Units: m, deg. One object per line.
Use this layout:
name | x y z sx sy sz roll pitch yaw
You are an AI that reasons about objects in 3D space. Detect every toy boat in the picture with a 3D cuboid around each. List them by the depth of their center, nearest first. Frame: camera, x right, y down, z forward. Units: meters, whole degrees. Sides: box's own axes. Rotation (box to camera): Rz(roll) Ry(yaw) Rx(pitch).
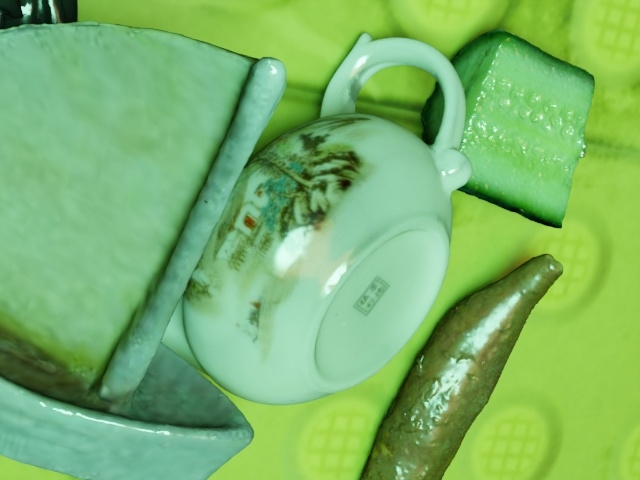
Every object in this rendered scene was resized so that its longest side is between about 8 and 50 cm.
toy boat | -0.159 0.001 0.647 0.276 0.111 0.294 12 119 8

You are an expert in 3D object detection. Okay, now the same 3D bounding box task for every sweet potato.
sweet potato | 0.080 0.138 0.881 0.072 0.066 0.314 29 95 -23

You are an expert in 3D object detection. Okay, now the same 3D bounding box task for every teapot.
teapot | 0.000 0.000 0.762 0.298 0.139 0.204 -49 147 -8

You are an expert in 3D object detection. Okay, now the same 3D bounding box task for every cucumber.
cucumber | 0.137 -0.081 0.841 0.115 0.062 0.116 19 90 -31

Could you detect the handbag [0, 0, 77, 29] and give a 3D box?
handbag | -0.253 -0.203 0.606 0.244 0.088 0.275 -13 110 -26
